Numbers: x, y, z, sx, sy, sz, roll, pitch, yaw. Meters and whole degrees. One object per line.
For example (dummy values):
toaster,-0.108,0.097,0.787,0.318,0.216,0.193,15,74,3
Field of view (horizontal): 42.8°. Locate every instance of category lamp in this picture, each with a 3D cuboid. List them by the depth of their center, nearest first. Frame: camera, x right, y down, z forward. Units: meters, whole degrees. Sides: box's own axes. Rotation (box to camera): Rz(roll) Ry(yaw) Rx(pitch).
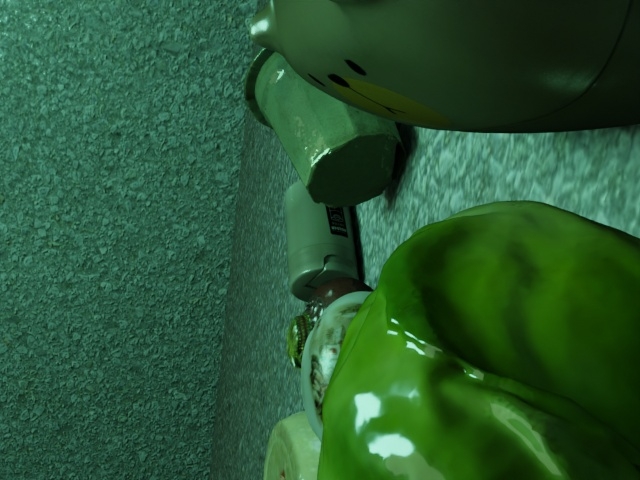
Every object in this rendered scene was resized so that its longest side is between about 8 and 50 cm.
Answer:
lamp,0.022,0.128,1.130,0.156,0.135,0.157,124,149,-64

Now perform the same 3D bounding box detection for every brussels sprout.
brussels sprout,0.125,0.120,0.439,0.294,0.260,0.227,-105,23,-46

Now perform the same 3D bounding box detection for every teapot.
teapot,0.064,0.172,0.940,0.204,0.140,0.298,41,-134,-66

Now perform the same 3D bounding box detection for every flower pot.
flower pot,0.025,-0.163,1.129,0.212,0.212,0.202,109,144,-49

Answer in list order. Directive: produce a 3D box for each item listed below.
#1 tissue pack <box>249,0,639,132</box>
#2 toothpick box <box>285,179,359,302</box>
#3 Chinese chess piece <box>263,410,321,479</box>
tissue pack,0.110,-0.208,0.555,0.387,0.277,0.267,-148,65,-74
toothpick box,0.000,0.000,1.305,0.111,0.111,0.180,112,158,-53
Chinese chess piece,0.008,0.403,1.115,0.338,0.141,0.337,-177,90,-77
